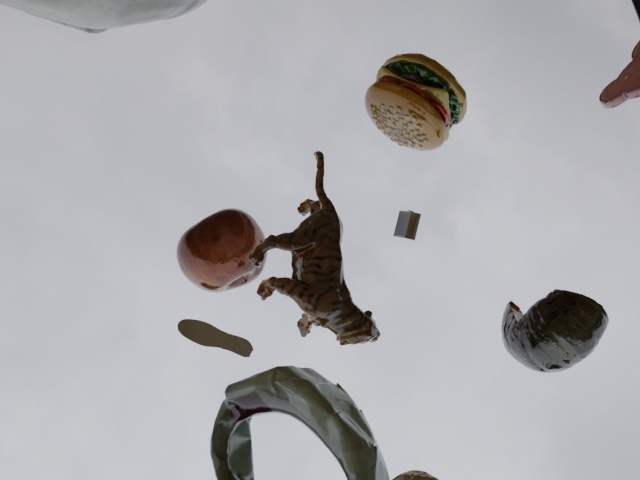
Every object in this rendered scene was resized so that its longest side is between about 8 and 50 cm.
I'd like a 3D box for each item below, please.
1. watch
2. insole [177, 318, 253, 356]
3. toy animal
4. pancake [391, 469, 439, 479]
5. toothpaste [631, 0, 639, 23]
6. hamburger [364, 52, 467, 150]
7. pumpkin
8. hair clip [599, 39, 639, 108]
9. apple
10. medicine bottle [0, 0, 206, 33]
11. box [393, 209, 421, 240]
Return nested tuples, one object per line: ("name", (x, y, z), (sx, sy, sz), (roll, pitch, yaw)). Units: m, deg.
("watch", (-0.030, 0.293, 0.873), (0.253, 0.162, 0.241), (-9, -106, 27))
("insole", (-0.235, 0.220, 1.455), (0.197, 0.004, 0.065), (24, -142, -31))
("toy animal", (-0.005, -0.001, 0.768), (0.116, 0.255, 0.114), (-14, 160, 33))
("pancake", (0.098, 0.299, 0.631), (0.022, 0.139, 0.139), (7, -150, -40))
("toothpaste", (0.362, -0.171, 0.578), (0.320, 0.076, 0.066), (7, -112, -50))
("hamburger", (0.150, -0.215, 1.014), (0.162, 0.162, 0.115), (27, -107, 24))
("pumpkin", (0.365, 0.156, 1.040), (0.119, 0.183, 0.107), (40, -120, -6))
("hair clip", (0.464, -0.250, 0.892), (0.102, 0.138, 0.123), (3, 179, -24))
("apple", (-0.207, 0.028, 1.394), (0.201, 0.201, 0.162), (-28, -95, -38))
("medicine bottle", (-0.213, -0.277, 0.366), (0.375, 0.282, 0.123), (24, -145, 26))
("box", (0.249, -0.046, 1.844), (0.035, 0.083, 0.079), (13, 180, -20))
